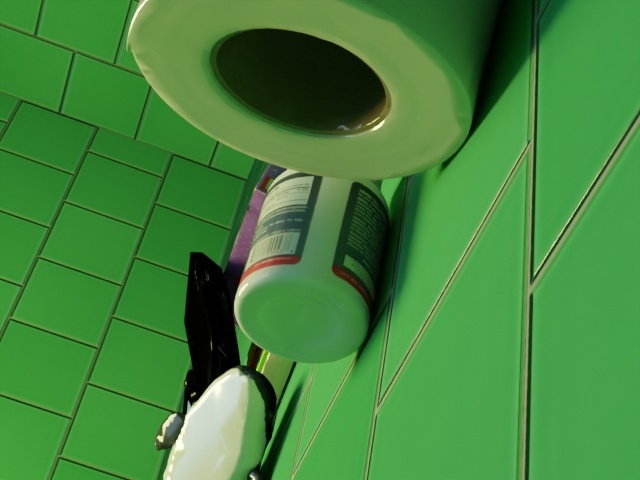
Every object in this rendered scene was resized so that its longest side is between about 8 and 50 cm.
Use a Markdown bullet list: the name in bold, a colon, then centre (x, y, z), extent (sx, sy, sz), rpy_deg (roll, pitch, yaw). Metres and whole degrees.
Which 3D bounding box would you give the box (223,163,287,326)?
- **box**: centre (-0.049, -0.041, 1.637), extent (0.201, 0.057, 0.293), rpy_deg (-61, -2, -36)

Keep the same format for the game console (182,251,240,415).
- **game console**: centre (-0.146, 0.206, 1.620), extent (0.213, 0.044, 0.361), rpy_deg (-110, 23, -55)

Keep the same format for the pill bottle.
- **pill bottle**: centre (0.000, 0.000, 1.057), extent (0.108, 0.108, 0.180), rpy_deg (116, 171, -47)

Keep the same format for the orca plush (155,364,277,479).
- **orca plush**: centre (-0.095, 0.268, 1.330), extent (0.151, 0.102, 0.287), rpy_deg (8, 88, 38)

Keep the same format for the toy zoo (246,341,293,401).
- **toy zoo**: centre (-0.047, 0.097, 1.517), extent (0.293, 0.030, 0.192), rpy_deg (-88, 19, -72)

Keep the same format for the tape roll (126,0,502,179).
- **tape roll**: centre (0.006, -0.176, 0.920), extent (0.246, 0.246, 0.169), rpy_deg (123, 166, -65)
